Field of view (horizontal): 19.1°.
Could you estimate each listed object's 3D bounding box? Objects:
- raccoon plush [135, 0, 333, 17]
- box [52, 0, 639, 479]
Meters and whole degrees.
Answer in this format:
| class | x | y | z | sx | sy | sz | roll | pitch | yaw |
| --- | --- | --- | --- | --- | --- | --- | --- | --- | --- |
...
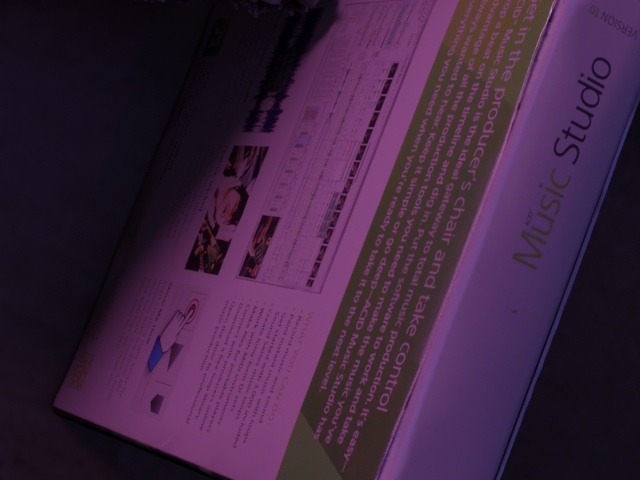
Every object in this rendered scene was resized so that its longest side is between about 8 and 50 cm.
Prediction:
| class | x | y | z | sx | sy | sz | roll | pitch | yaw |
| --- | --- | --- | --- | --- | --- | --- | --- | --- | --- |
| raccoon plush | -0.216 | -0.134 | 0.850 | 0.446 | 0.216 | 0.299 | -35 | 125 | 10 |
| box | 0.000 | 0.000 | 0.839 | 0.058 | 0.322 | 0.232 | 25 | 83 | -26 |
